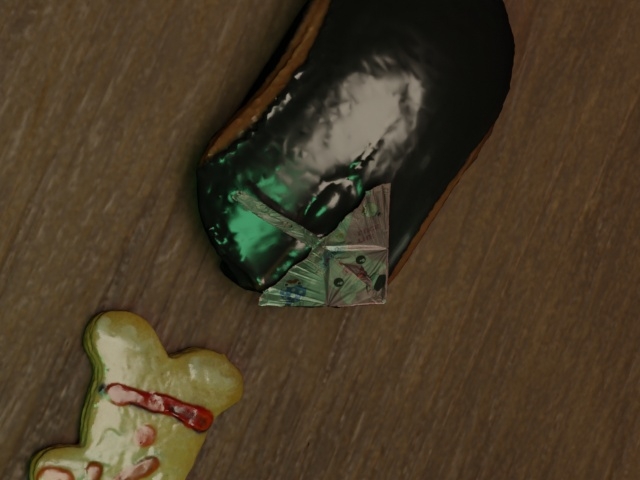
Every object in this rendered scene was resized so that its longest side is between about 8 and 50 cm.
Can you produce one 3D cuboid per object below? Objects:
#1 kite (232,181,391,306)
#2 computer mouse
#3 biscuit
[{"bbox_3d":[0.000,0.000,1.312,0.137,0.005,0.152,-43,118,10],"label":"kite"},{"bbox_3d":[0.035,-0.095,1.361,0.183,0.116,0.323,35,78,-16],"label":"computer mouse"},{"bbox_3d":[-0.144,0.180,1.333,0.153,0.030,0.234,24,81,-21],"label":"biscuit"}]
